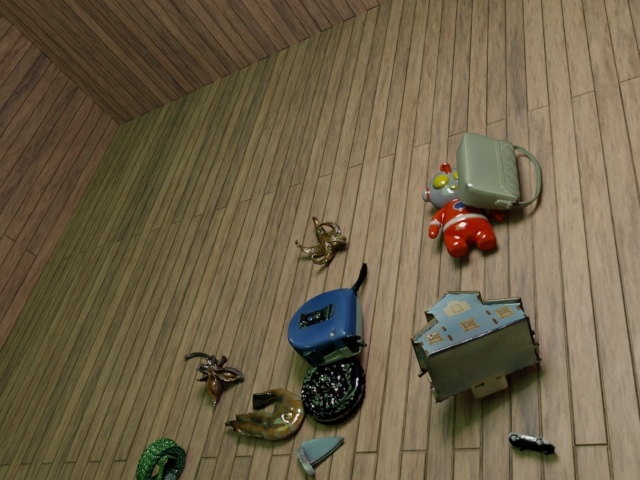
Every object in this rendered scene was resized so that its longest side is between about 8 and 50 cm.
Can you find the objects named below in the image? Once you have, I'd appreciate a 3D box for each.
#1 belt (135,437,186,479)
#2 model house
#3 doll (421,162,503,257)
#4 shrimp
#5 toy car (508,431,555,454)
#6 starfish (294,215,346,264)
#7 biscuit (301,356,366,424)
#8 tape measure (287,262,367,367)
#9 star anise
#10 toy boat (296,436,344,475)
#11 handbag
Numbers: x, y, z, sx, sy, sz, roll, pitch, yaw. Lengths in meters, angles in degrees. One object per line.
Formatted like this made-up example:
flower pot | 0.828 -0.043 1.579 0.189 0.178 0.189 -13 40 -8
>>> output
belt | -0.435 0.626 1.691 0.079 0.121 0.151 21 74 45
model house | 0.327 0.220 1.370 0.270 0.178 0.206 -23 24 0
doll | 0.375 -0.101 1.675 0.199 0.105 0.337 -15 45 11
shrimp | -0.151 0.457 1.653 0.254 0.059 0.145 -5 49 38
toy car | 0.421 0.402 1.225 0.093 0.041 0.025 -3 45 39
starfish | -0.001 -0.001 1.932 0.146 0.074 0.190 -37 39 5
biscuit | 0.033 0.375 1.573 0.194 0.053 0.195 -24 41 23
tape measure | 0.026 0.187 1.687 0.215 0.098 0.351 -24 29 21
star anise | -0.334 0.404 1.893 0.227 0.218 0.148 142 137 -89
toy boat | 0.004 0.506 1.503 0.122 0.034 0.096 -35 38 -4
handbag | 0.475 -0.178 1.632 0.219 0.079 0.256 10 49 0
